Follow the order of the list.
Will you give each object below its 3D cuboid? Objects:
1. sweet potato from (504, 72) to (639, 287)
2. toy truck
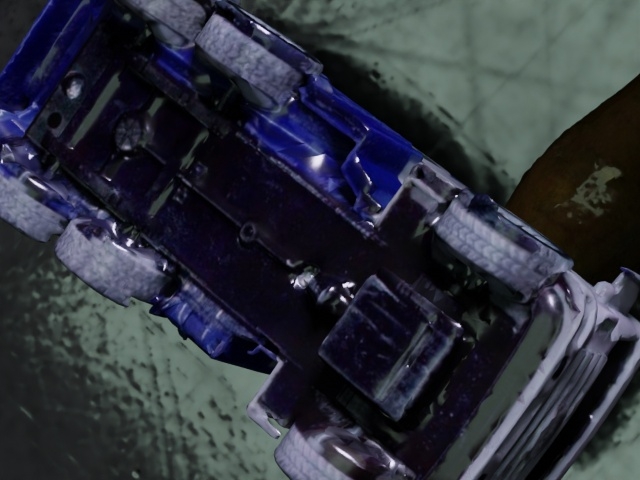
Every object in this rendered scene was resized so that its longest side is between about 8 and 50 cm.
[{"bbox_3d":[0.121,-0.020,0.806,0.274,0.067,0.067,-46,79,3],"label":"sweet potato"},{"bbox_3d":[0.000,0.000,0.750,0.268,0.155,0.124,39,99,30],"label":"toy truck"}]
